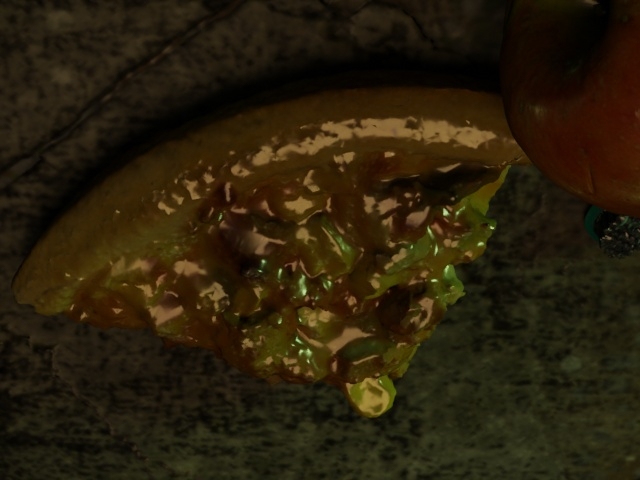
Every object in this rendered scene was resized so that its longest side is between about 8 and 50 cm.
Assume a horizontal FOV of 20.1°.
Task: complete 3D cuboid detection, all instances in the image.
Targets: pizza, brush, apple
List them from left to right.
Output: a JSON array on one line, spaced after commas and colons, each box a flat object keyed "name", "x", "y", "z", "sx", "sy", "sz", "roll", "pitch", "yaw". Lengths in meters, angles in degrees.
[{"name": "pizza", "x": -0.025, "y": -0.018, "z": 1.095, "sx": 0.268, "sy": 0.087, "sz": 0.258, "roll": 17, "pitch": 124, "yaw": -14}, {"name": "apple", "x": 0.196, "y": -0.106, "z": 0.963, "sx": 0.196, "sy": 0.196, "sz": 0.196, "roll": -2, "pitch": 130, "yaw": -2}, {"name": "brush", "x": 0.231, "y": -0.057, "z": 1.106, "sx": 0.043, "sy": 0.032, "sz": 0.193, "roll": 25, "pitch": 126, "yaw": -22}]
